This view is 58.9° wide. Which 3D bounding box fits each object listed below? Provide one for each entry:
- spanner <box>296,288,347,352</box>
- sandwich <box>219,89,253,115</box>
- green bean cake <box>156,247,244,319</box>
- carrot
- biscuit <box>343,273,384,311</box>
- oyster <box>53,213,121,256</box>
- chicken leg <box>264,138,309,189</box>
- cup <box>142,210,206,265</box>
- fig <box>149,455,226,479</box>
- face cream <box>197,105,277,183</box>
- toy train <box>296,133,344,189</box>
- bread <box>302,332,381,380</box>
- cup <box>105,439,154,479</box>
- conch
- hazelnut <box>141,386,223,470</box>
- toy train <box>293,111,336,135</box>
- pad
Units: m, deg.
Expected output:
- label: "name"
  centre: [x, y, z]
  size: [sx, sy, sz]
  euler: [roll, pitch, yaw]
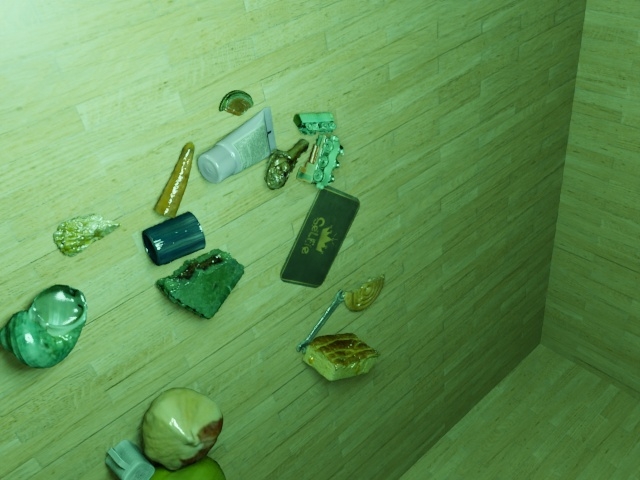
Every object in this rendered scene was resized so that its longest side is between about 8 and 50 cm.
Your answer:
- label: "spanner"
  centre: [0.008, 0.315, 2.217]
  size: [0.302, 0.017, 0.071]
  euler: [-53, 143, -7]
- label: "sandwich"
  centre: [-0.229, -0.380, 1.566]
  size: [0.101, 0.026, 0.069]
  euler: [2, 111, -45]
- label: "green bean cake"
  centre: [-0.351, 0.106, 1.680]
  size: [0.208, 0.107, 0.193]
  euler: [-53, 135, -8]
- label: "carrot"
  centre: [-0.383, -0.167, 1.528]
  size: [0.061, 0.061, 0.209]
  euler: [18, 96, -48]
- label: "biscuit"
  centre: [0.179, 0.225, 2.309]
  size: [0.224, 0.033, 0.144]
  euler: [-19, 128, -39]
- label: "oyster"
  centre: [-0.595, -0.013, 1.430]
  size: [0.146, 0.045, 0.121]
  euler: [9, 121, -46]
- label: "chicken leg"
  centre: [-0.106, -0.239, 1.721]
  size: [0.196, 0.080, 0.125]
  euler: [-59, 169, -9]
- label: "cup"
  centre: [-0.403, 0.012, 1.567]
  size: [0.138, 0.113, 0.150]
  euler: [-25, 127, -30]
- label: "fig"
  centre: [-0.464, 0.867, 1.881]
  size: [0.343, 0.343, 0.343]
  euler: [-23, 128, -33]
- label: "face cream"
  centre: [-0.221, -0.262, 1.610]
  size: [0.274, 0.096, 0.154]
  euler: [-40, 135, -38]
- label: "toy train"
  centre: [0.000, -0.255, 1.802]
  size: [0.074, 0.118, 0.176]
  euler: [3, 107, -51]
- label: "bread"
  centre: [0.083, 0.453, 2.238]
  size: [0.275, 0.185, 0.114]
  euler: [0, 113, -47]
- label: "cup"
  centre: [-0.604, 0.695, 1.773]
  size: [0.095, 0.129, 0.128]
  euler: [-50, 135, -19]
- label: "conch"
  centre: [-0.691, 0.219, 1.406]
  size: [0.202, 0.134, 0.196]
  euler: [-7, 78, -35]
- label: "hazelnut"
  centre: [-0.438, 0.591, 1.788]
  size: [0.261, 0.241, 0.261]
  euler: [-4, 103, -18]
- label: "toy train"
  centre: [-0.016, -0.362, 1.754]
  size: [0.148, 0.071, 0.038]
  euler: [-13, 160, -39]
- label: "pad"
  centre: [-0.001, 0.000, 1.986]
  size: [0.315, 0.063, 0.375]
  euler: [16, 101, -47]
